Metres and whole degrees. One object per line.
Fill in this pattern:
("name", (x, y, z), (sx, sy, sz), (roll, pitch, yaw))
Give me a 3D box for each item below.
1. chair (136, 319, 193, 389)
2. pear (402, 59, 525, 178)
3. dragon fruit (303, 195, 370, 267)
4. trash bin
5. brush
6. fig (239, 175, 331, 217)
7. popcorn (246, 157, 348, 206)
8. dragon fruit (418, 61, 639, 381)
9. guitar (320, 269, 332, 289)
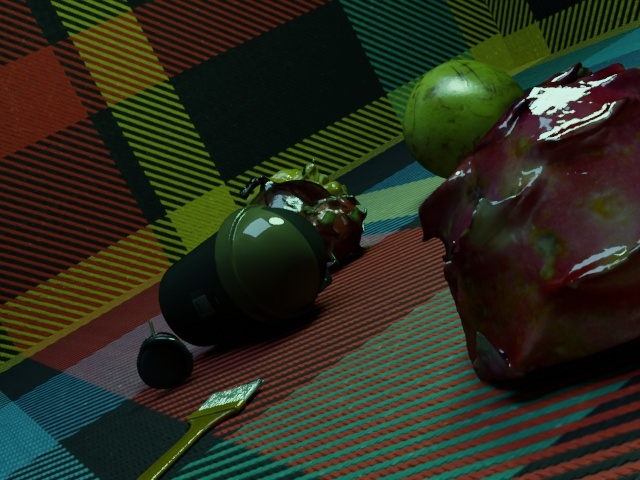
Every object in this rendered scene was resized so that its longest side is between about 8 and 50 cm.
("chair", (-0.281, 0.210, 1.599), (0.095, 0.104, 0.221), (-56, 9, -10))
("pear", (0.317, -0.256, 1.944), (0.283, 0.284, 0.283), (-27, 8, 4))
("dragon fruit", (0.003, 0.001, 1.808), (0.236, 0.135, 0.137), (-44, 19, -32))
("trash bin", (-0.122, 0.060, 1.586), (0.334, 0.214, 0.214), (-31, 4, 44))
("brush", (-0.178, 0.264, 1.181), (0.103, 0.013, 0.272), (-22, 11, 36))
("fig", (-0.069, -0.046, 2.099), (0.235, 0.215, 0.235), (-4, 0, 0))
("popcorn", (-0.051, -0.084, 2.303), (0.253, 0.191, 0.190), (-17, 25, 12))
("dragon fruit", (0.259, -0.038, 0.903), (0.386, 0.249, 0.371), (-31, 4, -34))
("guitar", (-0.078, 0.108, 1.756), (0.233, 0.025, 0.088), (-21, 12, 36))
